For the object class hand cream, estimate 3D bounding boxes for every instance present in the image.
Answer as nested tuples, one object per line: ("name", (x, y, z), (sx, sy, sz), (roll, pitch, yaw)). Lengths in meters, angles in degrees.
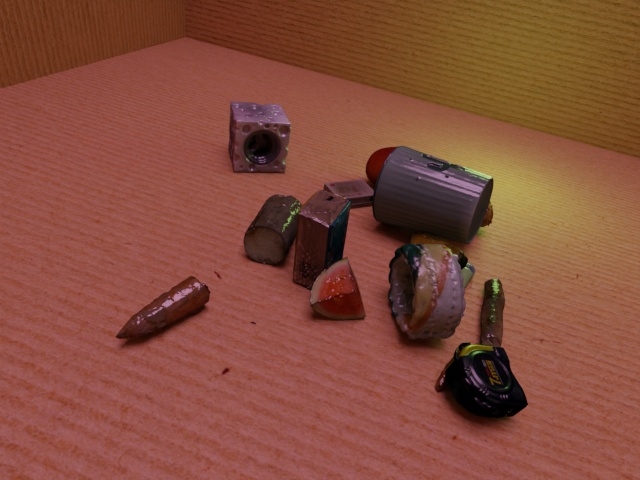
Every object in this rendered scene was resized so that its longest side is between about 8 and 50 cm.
("hand cream", (0.492, 0.133, 1.531), (0.095, 0.046, 0.175), (32, 47, 24))

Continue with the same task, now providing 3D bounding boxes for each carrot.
("carrot", (0.375, 0.354, 1.200), (0.047, 0.047, 0.191), (34, 43, 28))
("carrot", (-0.424, 0.189, 1.154), (0.101, 0.102, 0.263), (31, 42, 25))

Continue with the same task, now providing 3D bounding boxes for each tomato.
("tomato", (0.337, -0.332, 1.958), (0.259, 0.180, 0.260), (1, 2, 0))

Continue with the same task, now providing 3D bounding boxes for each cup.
("cup", (0.445, -0.201, 1.668), (0.391, 0.310, 0.401), (22, 61, 27))

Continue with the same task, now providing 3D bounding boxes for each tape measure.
("tape measure", (0.417, 0.361, 1.121), (0.186, 0.112, 0.199), (13, 38, -20))

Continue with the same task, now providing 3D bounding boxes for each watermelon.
("watermelon", (0.045, 0.162, 1.291), (0.145, 0.193, 0.137), (-19, -4, 4))
("watermelon", (0.412, 0.056, 1.522), (0.122, 0.129, 0.301), (-12, 16, -18))

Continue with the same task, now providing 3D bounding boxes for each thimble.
("thimble", (0.310, 0.149, 1.284), (0.167, 0.254, 0.289), (2, 64, -8))

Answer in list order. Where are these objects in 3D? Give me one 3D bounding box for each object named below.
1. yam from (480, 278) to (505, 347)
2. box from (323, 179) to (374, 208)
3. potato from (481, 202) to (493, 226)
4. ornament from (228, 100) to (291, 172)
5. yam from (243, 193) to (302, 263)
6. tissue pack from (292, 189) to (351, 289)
("yam", (0.561, 0.230, 1.398), (0.071, 0.067, 0.317), (42, 37, -6))
("box", (0.128, -0.201, 1.862), (0.201, 0.058, 0.141), (-10, 41, -28))
("potato", (0.642, -0.172, 1.871), (0.140, 0.173, 0.301), (-7, 46, -16))
("ornament", (-0.283, -0.469, 1.952), (0.238, 0.240, 0.240), (-1, 37, -18))
("yam", (-0.155, -0.051, 1.503), (0.161, 0.161, 0.268), (16, 39, 6))
("tissue pack", (0.000, 0.000, 1.380), (0.133, 0.271, 0.192), (17, 35, 13))
